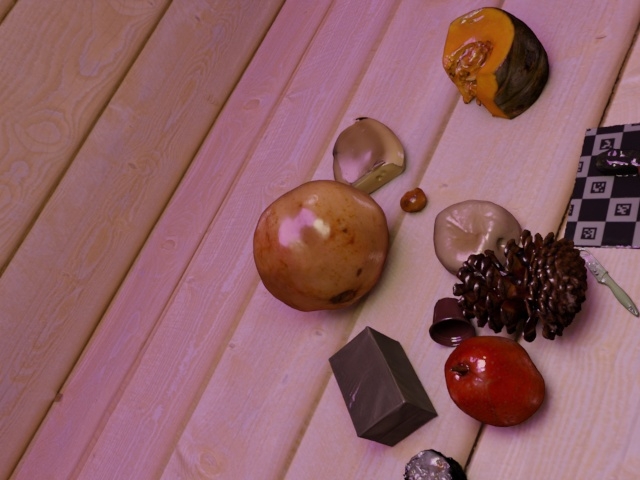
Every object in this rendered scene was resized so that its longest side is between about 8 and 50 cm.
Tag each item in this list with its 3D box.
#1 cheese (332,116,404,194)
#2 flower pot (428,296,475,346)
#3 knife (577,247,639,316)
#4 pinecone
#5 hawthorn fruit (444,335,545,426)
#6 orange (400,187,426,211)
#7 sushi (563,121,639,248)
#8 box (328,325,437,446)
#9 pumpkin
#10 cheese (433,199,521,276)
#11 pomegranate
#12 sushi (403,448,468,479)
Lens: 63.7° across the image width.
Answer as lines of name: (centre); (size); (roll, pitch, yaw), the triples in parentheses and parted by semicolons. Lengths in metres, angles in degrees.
cheese: (0.148, -0.299, 1.778); (0.260, 0.128, 0.315); (-30, 51, 16)
flower pot: (0.324, 0.195, 1.280); (0.111, 0.111, 0.089); (-27, 32, 29)
knife: (0.622, 0.087, 1.122); (0.030, 0.014, 0.207); (-37, 41, 19)
pinecone: (0.426, 0.098, 1.135); (0.292, 0.246, 0.246); (-7, 58, 47)
hawthorn fruit: (0.346, 0.290, 1.087); (0.197, 0.226, 0.196); (-35, 43, 41)
orange: (0.283, -0.116, 1.557); (0.086, 0.062, 0.086); (-37, 14, 11)
sushi: (0.736, -0.145, 1.135); (0.359, 0.064, 0.342); (2, 65, 46)
box: (0.151, 0.362, 1.283); (0.149, 0.155, 0.231); (-43, 42, 17)
pumpkin: (0.512, -0.525, 1.512); (0.303, 0.226, 0.256); (39, 97, 44)
cheese: (0.398, -0.011, 1.330); (0.218, 0.117, 0.235); (-32, 48, 22)
pomegranate: (0.000, 0.000, 1.504); (0.412, 0.412, 0.411); (-25, 48, 31)
sushi: (0.269, 0.541, 1.068); (0.147, 0.115, 0.212); (-40, 43, 22)
